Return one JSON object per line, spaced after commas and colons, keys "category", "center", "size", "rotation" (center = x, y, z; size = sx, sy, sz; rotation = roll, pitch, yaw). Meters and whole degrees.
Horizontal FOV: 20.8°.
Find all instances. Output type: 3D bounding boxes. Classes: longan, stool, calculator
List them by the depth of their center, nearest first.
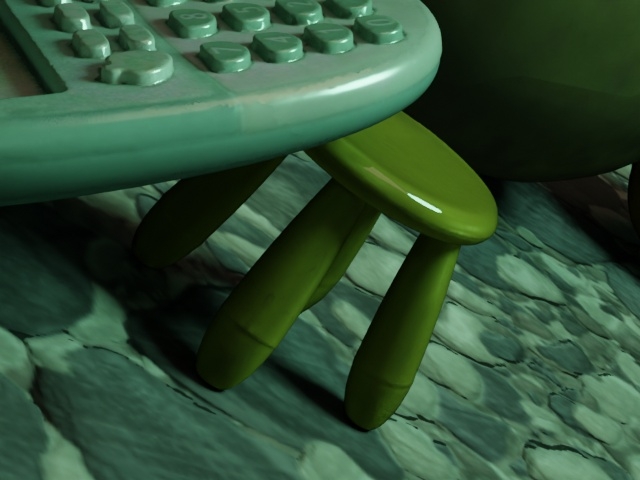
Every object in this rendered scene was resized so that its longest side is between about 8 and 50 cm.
{"category": "calculator", "center": [-0.097, -0.066, 0.655], "size": [0.295, 0.042, 0.184], "rotation": [-9, 29, -20]}
{"category": "stool", "center": [0.000, 0.000, 0.726], "size": [0.135, 0.110, 0.134], "rotation": [36, 17, 3]}
{"category": "longan", "center": [0.127, -0.193, 1.105], "size": [0.361, 0.361, 0.361], "rotation": [31, 19, -12]}

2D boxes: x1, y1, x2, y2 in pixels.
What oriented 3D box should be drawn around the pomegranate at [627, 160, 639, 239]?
{"category": "pomegranate", "center": [0.340, -0.046, 1.235], "size": [0.248, 0.248, 0.248], "rotation": [31, 19, -12]}
